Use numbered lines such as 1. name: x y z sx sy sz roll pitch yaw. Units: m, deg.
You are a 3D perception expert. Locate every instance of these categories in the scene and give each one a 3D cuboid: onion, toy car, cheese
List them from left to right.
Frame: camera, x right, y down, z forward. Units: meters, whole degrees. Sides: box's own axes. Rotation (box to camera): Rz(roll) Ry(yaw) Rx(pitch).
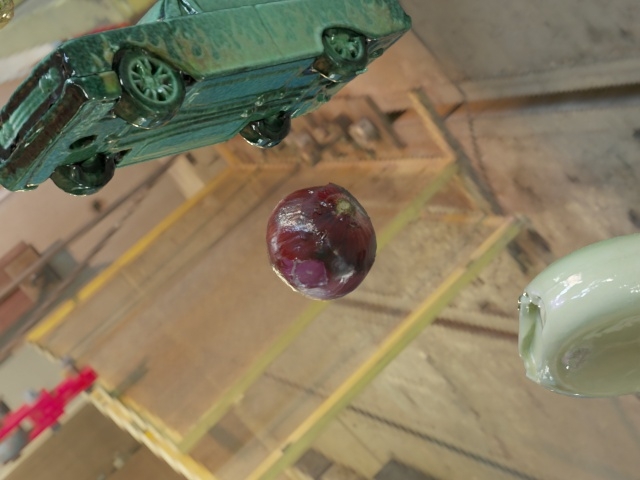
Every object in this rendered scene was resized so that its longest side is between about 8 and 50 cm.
1. toy car: -0.083 -0.117 0.834 0.141 0.321 0.097 -35 79 45
2. onion: 0.000 0.000 1.292 0.131 0.131 0.131 42 162 17
3. cheese: 0.250 0.046 0.795 0.137 0.227 0.064 84 175 -50

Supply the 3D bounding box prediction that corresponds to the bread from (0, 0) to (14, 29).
1. bread: -0.413 -0.218 1.108 0.140 0.236 0.106 -147 35 -84
